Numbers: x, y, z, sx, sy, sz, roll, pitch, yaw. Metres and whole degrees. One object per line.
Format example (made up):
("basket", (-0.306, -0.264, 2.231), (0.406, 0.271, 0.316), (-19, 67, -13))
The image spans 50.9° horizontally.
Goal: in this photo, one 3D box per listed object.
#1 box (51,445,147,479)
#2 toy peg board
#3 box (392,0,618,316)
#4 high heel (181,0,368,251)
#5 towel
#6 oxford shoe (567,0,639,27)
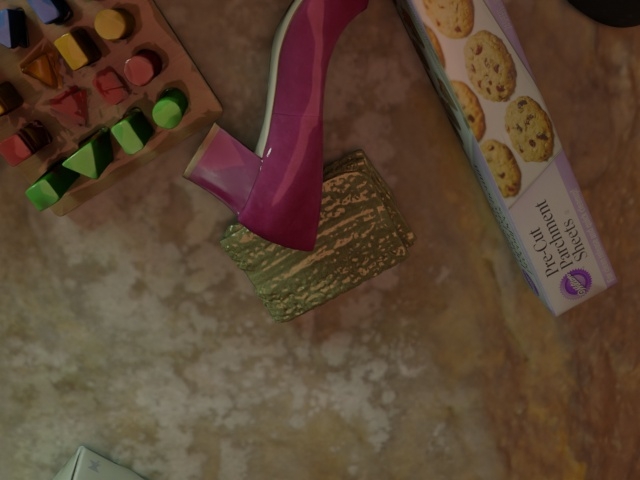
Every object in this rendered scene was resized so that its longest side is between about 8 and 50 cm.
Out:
("box", (-0.263, 0.335, 0.625), (0.113, 0.094, 0.275), (36, 102, -18))
("toy peg board", (-0.180, -0.114, 0.486), (0.161, 0.079, 0.161), (-31, 111, 3))
("box", (0.150, -0.088, 0.548), (0.067, 0.063, 0.324), (-28, 111, 4))
("high heel", (0.007, -0.112, 0.501), (0.117, 0.082, 0.244), (33, 94, -14))
("towel", (0.000, 0.000, 0.578), (0.148, 0.027, 0.110), (-31, 111, 3))
("oxford shoe", (0.196, -0.249, 0.498), (0.212, 0.076, 0.076), (41, 61, -28))
